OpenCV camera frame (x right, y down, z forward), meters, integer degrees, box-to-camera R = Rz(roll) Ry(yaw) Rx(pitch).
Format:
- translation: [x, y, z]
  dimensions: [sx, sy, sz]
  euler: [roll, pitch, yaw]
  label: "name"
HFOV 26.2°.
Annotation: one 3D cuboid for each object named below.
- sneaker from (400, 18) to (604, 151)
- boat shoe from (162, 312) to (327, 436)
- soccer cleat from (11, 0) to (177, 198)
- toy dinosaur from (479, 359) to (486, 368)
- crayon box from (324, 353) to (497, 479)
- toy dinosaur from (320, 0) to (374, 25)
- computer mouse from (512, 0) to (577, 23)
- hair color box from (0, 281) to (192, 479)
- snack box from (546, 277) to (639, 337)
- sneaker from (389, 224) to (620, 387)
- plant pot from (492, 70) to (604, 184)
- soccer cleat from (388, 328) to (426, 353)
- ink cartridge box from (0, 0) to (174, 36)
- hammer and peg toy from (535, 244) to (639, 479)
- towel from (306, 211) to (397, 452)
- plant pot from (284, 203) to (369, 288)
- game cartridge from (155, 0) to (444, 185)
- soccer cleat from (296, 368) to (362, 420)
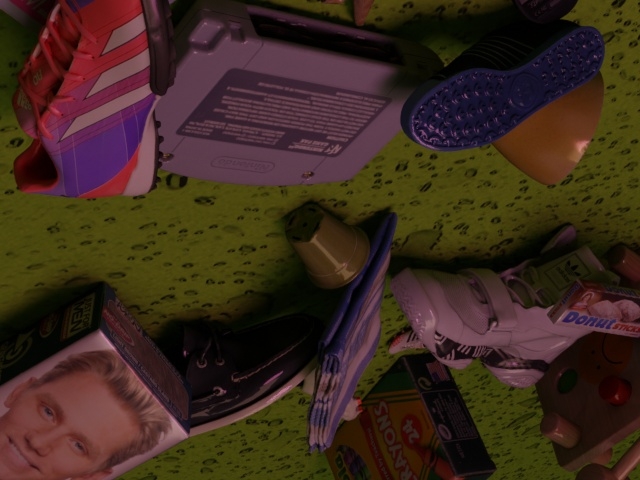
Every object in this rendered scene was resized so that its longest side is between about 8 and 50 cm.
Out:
- translation: [0.163, -0.153, 1.333]
  dimensions: [0.232, 0.090, 0.081]
  euler: [-24, 115, -23]
  label: "sneaker"
- translation: [-0.155, 0.156, 1.644]
  dimensions: [0.340, 0.127, 0.113]
  euler: [-24, 116, 6]
  label: "boat shoe"
- translation: [-0.179, -0.129, 1.050]
  dimensions: [0.116, 0.108, 0.318]
  euler: [-10, 153, -16]
  label: "soccer cleat"
- translation: [0.261, 0.162, 2.049]
  dimensions: [0.090, 0.047, 0.082]
  euler: [-44, 158, -40]
  label: "toy dinosaur"
- translation: [0.113, 0.337, 2.040]
  dimensions: [0.081, 0.202, 0.318]
  euler: [-2, 144, -33]
  label: "crayon box"
- translation: [0.036, -0.230, 1.203]
  dimensions: [0.093, 0.053, 0.183]
  euler: [-12, 149, -23]
  label: "toy dinosaur"
- translation: [0.183, -0.281, 1.251]
  dimensions: [0.071, 0.041, 0.242]
  euler: [-35, 143, 2]
  label: "computer mouse"
- translation: [-0.334, 0.213, 1.535]
  dimensions: [0.347, 0.105, 0.174]
  euler: [-31, 116, 11]
  label: "hair color box"
- translation: [0.365, 0.087, 1.741]
  dimensions: [0.178, 0.022, 0.064]
  euler: [10, 126, -41]
  label: "snack box"
- translation: [0.248, 0.066, 1.772]
  dimensions: [0.210, 0.137, 0.366]
  euler: [-41, 145, 17]
  label: "sneaker"
- translation: [0.218, -0.137, 1.434]
  dimensions: [0.095, 0.134, 0.134]
  euler: [21, 134, -17]
  label: "plant pot"
- translation: [0.129, 0.138, 1.893]
  dimensions: [0.083, 0.035, 0.029]
  euler: [-35, 149, 20]
  label: "soccer cleat"
- translation: [-0.119, -0.268, 1.024]
  dimensions: [0.311, 0.065, 0.186]
  euler: [-33, 150, 13]
  label: "ink cartridge box"
- translation: [0.417, 0.194, 1.877]
  dimensions: [0.127, 0.361, 0.266]
  euler: [31, 121, -32]
  label: "hammer and peg toy"
- translation: [0.041, 0.118, 1.666]
  dimensions: [0.034, 0.209, 0.285]
  euler: [22, 149, 10]
  label: "towel"
- translation: [0.000, 0.000, 1.542]
  dimensions: [0.083, 0.083, 0.079]
  euler: [-32, 137, 14]
  label: "plant pot"
- translation: [-0.046, -0.129, 1.303]
  dimensions: [0.297, 0.062, 0.198]
  euler: [5, 147, -41]
  label: "game cartridge"
- translation: [0.005, 0.190, 1.866]
  dimensions: [0.076, 0.068, 0.196]
  euler: [-20, 144, 3]
  label: "soccer cleat"
